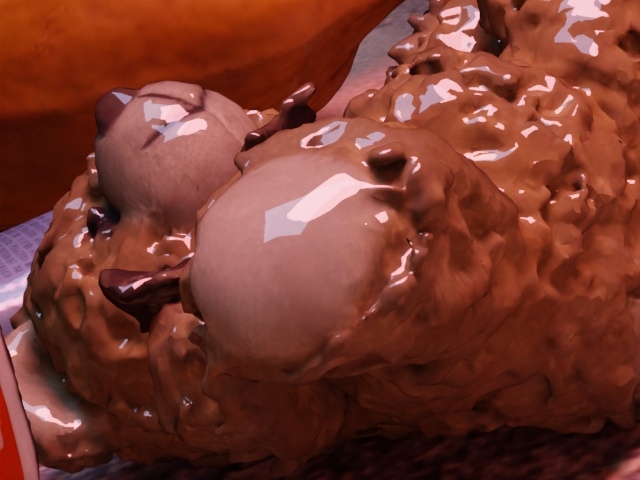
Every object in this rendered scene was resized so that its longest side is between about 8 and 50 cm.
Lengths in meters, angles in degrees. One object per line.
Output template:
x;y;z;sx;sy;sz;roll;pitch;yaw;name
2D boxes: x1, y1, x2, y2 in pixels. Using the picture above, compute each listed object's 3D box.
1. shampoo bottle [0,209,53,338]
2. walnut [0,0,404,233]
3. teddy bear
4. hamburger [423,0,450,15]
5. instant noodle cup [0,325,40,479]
-0.162;0.043;0.850;0.258;0.061;0.104;-24;20;-17;shampoo bottle
-0.110;-0.114;1.026;0.336;0.209;0.209;-9;21;14;walnut
0.000;0.000;0.680;0.256;0.156;0.267;-3;30;41;teddy bear
0.150;-0.155;1.040;0.214;0.108;0.214;-15;18;5;hamburger
-0.254;0.082;0.558;0.294;0.294;0.308;-7;15;30;instant noodle cup
